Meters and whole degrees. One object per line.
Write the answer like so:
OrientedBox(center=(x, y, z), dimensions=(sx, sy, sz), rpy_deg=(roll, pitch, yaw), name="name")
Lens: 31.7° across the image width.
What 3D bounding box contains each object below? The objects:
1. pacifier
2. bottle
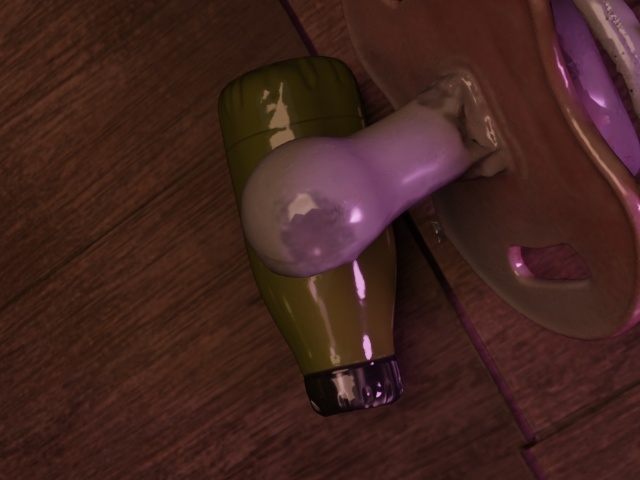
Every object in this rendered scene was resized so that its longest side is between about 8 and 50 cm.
OrientedBox(center=(0.089, -0.068, 0.730), dimensions=(0.273, 0.220, 0.332), rpy_deg=(-24, 100, 16), name="pacifier")
OrientedBox(center=(0.000, 0.000, 0.846), dimensions=(0.112, 0.112, 0.260), rpy_deg=(-16, 83, 23), name="bottle")
